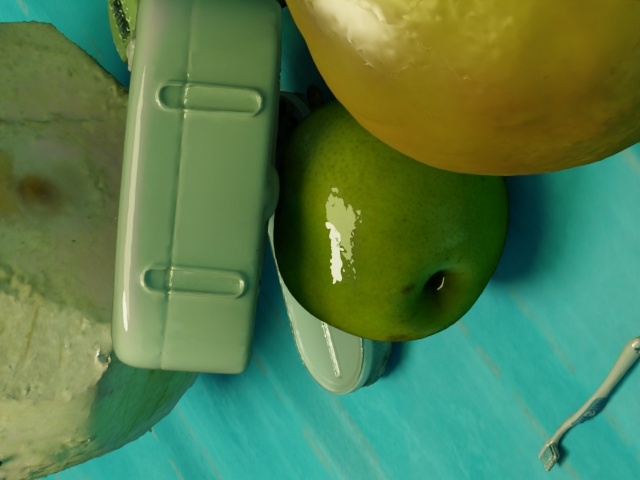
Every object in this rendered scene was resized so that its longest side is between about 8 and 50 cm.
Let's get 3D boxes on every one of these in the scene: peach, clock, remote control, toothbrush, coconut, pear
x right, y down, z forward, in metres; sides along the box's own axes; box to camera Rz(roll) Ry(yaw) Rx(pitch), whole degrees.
[{"bbox_3d":[0.125,-0.176,0.974,0.308,0.289,0.289,-9,96,20],"label":"peach"},{"bbox_3d":[-0.090,-0.059,1.321,0.324,0.109,0.265,-111,25,-79],"label":"clock"},{"bbox_3d":[0.000,0.000,1.441,0.104,0.052,0.247,-14,90,58],"label":"remote control"},{"bbox_3d":[0.184,0.110,1.229,0.162,0.014,0.017,116,145,-47],"label":"toothbrush"},{"bbox_3d":[-0.289,0.037,1.609,0.404,0.405,0.404,30,127,50],"label":"coconut"},{"bbox_3d":[0.034,-0.029,1.267,0.216,0.166,0.180,47,151,39],"label":"pear"}]

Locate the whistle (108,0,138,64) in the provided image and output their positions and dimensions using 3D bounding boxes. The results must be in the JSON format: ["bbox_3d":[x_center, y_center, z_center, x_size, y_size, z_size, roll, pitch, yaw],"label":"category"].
[{"bbox_3d":[-0.137,-0.200,1.546,0.105,0.085,0.227,-39,68,57],"label":"whistle"}]

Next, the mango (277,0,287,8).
[{"bbox_3d":[-0.067,-0.235,1.393,0.217,0.102,0.141,7,91,47],"label":"mango"}]
